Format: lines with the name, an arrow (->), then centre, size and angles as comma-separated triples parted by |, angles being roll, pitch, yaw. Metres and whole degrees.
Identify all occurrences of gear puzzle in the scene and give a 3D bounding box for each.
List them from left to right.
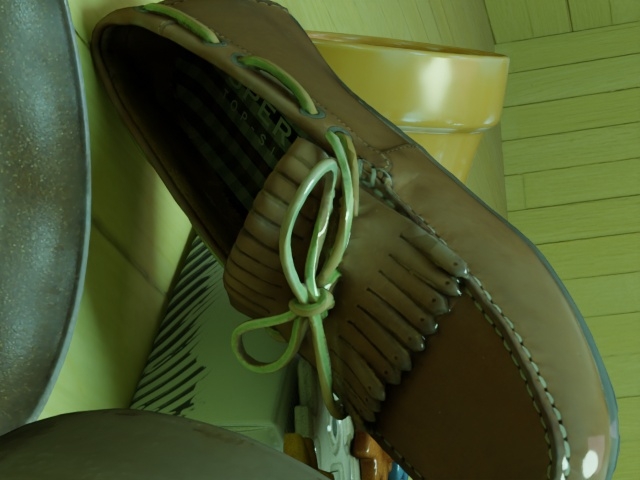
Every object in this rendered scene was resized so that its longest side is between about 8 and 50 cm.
gear puzzle -> 0.028, 0.143, 0.721 | 0.339, 0.044, 0.175 | 29, 57, -74

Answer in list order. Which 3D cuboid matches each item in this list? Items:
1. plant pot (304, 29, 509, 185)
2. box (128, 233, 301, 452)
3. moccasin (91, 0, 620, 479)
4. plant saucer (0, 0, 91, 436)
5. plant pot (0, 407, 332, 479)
plant pot -> 0.039, -0.067, 0.992 | 0.205, 0.205, 0.188 | -37, 135, -74
box -> -0.037, 0.065, 0.787 | 0.275, 0.094, 0.113 | -77, 156, -55
moccasin -> 0.002, -0.002, 0.624 | 0.147, 0.139, 0.380 | -5, 51, -43
plant saucer -> -0.168, -0.060, 0.428 | 0.310, 0.050, 0.310 | -8, 90, -76
plant pot -> -0.089, 0.196, 0.281 | 0.229, 0.263, 0.263 | -21, 104, -57
